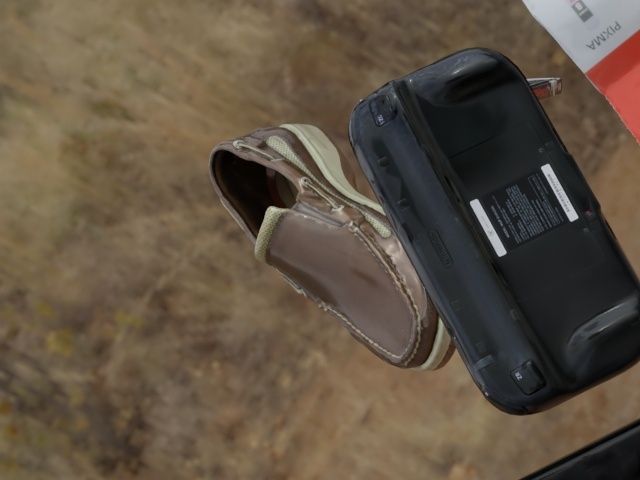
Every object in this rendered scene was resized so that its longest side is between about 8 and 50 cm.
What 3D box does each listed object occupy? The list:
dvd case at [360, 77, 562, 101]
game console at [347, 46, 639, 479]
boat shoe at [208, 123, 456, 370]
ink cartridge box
[{"bbox_3d":[0.086,-0.086,1.049,0.119,0.087,0.013,-25,-67,-64],"label":"dvd case"},{"bbox_3d":[0.146,0.055,0.932,0.213,0.361,0.044,-24,-14,-14],"label":"game console"},{"bbox_3d":[-0.002,0.007,1.203,0.257,0.095,0.095,47,130,48],"label":"boat shoe"},{"bbox_3d":[0.256,-0.204,1.333,0.189,0.066,0.232,-40,58,18],"label":"ink cartridge box"}]
